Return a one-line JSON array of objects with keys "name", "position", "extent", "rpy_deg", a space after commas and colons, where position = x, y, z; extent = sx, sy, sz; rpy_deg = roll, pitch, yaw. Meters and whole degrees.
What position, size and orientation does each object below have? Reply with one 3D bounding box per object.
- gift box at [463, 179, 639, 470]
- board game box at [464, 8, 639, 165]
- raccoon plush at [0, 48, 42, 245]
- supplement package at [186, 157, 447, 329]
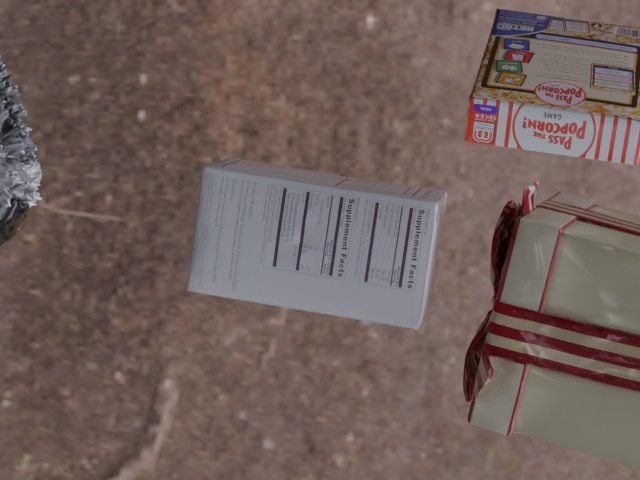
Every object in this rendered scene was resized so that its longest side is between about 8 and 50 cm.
[{"name": "gift box", "position": [0.287, 0.082, 1.668], "extent": [0.276, 0.258, 0.255], "rpy_deg": [-10, 114, -71]}, {"name": "board game box", "position": [0.211, -0.138, 1.407], "extent": [0.193, 0.147, 0.045], "rpy_deg": [-66, 162, -57]}, {"name": "raccoon plush", "position": [-0.352, -0.163, 1.542], "extent": [0.299, 0.216, 0.446], "rpy_deg": [-97, -165, -77]}, {"name": "supplement package", "position": [0.000, 0.000, 1.691], "extent": [0.139, 0.244, 0.133], "rpy_deg": [-35, 134, -78]}]
